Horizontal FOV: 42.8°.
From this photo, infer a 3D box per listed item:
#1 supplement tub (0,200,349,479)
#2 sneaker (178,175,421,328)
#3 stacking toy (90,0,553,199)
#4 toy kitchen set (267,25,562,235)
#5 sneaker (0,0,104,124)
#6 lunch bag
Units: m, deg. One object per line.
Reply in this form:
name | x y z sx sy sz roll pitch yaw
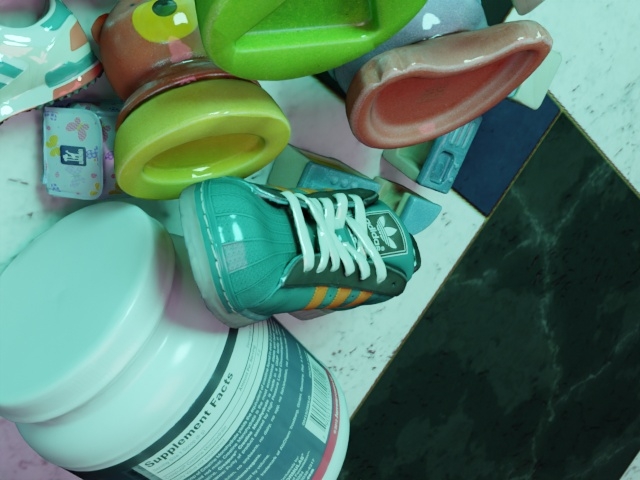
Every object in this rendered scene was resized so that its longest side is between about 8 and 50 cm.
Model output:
supplement tub | -0.116 0.115 0.650 0.191 0.191 0.272 -46 130 -6
sneaker | 0.000 0.000 0.605 0.121 0.108 0.302 -18 171 14
stacking toy | 0.011 -0.160 0.531 0.309 0.130 0.279 -14 163 -24
toy kitchen set | 0.078 -0.106 0.716 0.166 0.122 0.207 14 104 -39
sneaker | -0.231 -0.113 0.547 0.161 0.057 0.075 -30 117 -20
lunch bag | -0.165 -0.068 0.612 0.083 0.053 0.071 -3 112 -28
